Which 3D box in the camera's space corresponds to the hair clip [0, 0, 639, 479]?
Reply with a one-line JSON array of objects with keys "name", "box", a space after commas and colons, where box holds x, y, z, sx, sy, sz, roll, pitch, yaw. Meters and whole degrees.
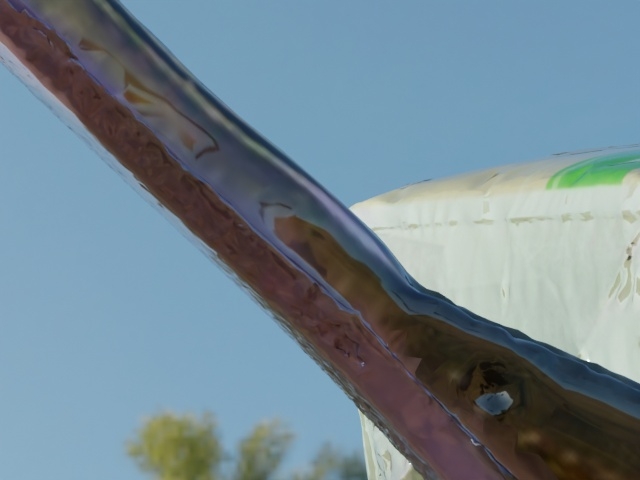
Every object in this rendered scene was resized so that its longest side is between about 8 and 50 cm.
[{"name": "hair clip", "box": [0.000, 0.000, 0.456, 0.358, 0.110, 0.095, 39, -48, 0]}]

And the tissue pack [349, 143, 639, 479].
[{"name": "tissue pack", "box": [0.257, 0.045, 0.925, 0.404, 0.205, 0.332, -4, -2, -22]}]
